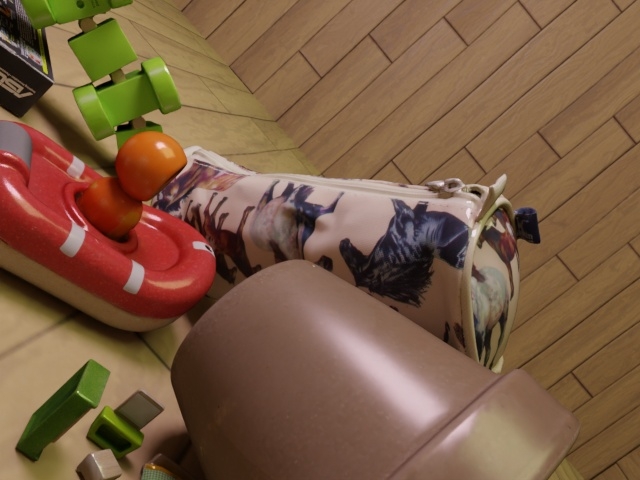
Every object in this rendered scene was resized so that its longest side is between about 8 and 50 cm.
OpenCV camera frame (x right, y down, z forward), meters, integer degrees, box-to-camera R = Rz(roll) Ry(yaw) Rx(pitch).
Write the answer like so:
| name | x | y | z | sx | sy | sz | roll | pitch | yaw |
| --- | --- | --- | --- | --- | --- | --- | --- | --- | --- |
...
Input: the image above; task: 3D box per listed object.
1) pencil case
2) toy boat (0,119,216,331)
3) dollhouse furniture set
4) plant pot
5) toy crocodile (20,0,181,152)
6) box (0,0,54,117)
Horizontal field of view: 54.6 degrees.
| name | x | y | z | sx | sy | sz | roll | pitch | yaw |
| --- | --- | --- | --- | --- | --- | --- | --- | --- | --- |
| pencil case | 0.000 | 0.000 | 0.640 | 0.410 | 0.184 | 0.159 | 12 | 17 | 33 |
| toy boat | -0.174 | -0.031 | 0.533 | 0.231 | 0.151 | 0.151 | 41 | 14 | -39 |
| dollhouse furniture set | -0.114 | 0.147 | 0.408 | 0.152 | 0.058 | 0.076 | 46 | 11 | -19 |
| plant pot | 0.010 | 0.144 | 0.459 | 0.229 | 0.263 | 0.263 | 44 | 8 | 23 |
| toy crocodile | -0.258 | -0.232 | 0.720 | 0.105 | 0.115 | 0.341 | 43 | -24 | 58 |
| box | -0.412 | -0.281 | 0.685 | 0.216 | 0.060 | 0.270 | 40 | 15 | -46 |
